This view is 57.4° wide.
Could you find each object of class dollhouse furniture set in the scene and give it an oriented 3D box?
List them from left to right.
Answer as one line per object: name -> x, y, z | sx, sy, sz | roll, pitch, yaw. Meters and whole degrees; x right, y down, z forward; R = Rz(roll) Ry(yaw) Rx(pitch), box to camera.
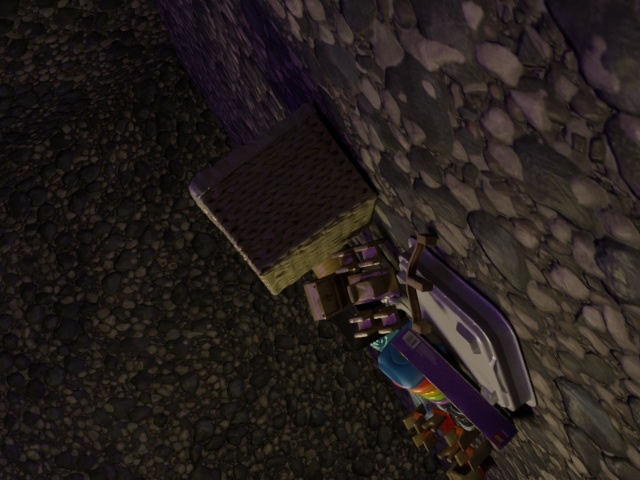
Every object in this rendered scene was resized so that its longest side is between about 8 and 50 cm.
dollhouse furniture set -> 0.107, 0.116, 1.466 | 0.242, 0.161, 0.212 | -16, 91, 41
dollhouse furniture set -> 0.429, 0.637, 1.836 | 0.262, 0.135, 0.259 | -4, 117, 60

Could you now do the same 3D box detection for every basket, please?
basket -> -0.077, -0.077, 1.357 | 0.266, 0.331, 0.328 | 54, 173, 11

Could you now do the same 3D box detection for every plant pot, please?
plant pot -> 0.137, 0.181, 1.729 | 0.187, 0.188, 0.167 | 54, 160, 27

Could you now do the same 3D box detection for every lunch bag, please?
lunch bag -> 0.381, 0.564, 2.062 | 0.176, 0.090, 0.219 | 53, 172, 29

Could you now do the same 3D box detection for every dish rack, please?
dish rack -> 0.264, 0.168, 1.133 | 0.333, 0.072, 0.285 | 47, 167, 53

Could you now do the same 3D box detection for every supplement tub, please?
supplement tub -> 0.045, 0.080, 1.998 | 0.200, 0.144, 0.144 | 56, 173, 14

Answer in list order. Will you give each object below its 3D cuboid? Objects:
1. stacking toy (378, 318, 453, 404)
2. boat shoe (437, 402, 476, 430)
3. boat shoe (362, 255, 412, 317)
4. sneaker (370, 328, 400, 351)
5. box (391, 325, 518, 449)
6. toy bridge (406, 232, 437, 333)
stacking toy -> 0.306, 0.362, 1.534 | 0.302, 0.166, 0.175 | 44, 175, -30
boat shoe -> 0.388, 0.471, 1.709 | 0.183, 0.065, 0.083 | 35, 156, 57
boat shoe -> 0.192, 0.143, 1.509 | 0.226, 0.076, 0.083 | 53, 173, 33
sneaker -> 0.185, 0.272, 2.104 | 0.319, 0.127, 0.208 | 36, -164, 12
box -> 0.287, 0.306, 1.253 | 0.293, 0.057, 0.201 | 44, -176, 18
toy bridge -> 0.181, 0.078, 1.070 | 0.063, 0.026, 0.188 | -150, 58, -64
